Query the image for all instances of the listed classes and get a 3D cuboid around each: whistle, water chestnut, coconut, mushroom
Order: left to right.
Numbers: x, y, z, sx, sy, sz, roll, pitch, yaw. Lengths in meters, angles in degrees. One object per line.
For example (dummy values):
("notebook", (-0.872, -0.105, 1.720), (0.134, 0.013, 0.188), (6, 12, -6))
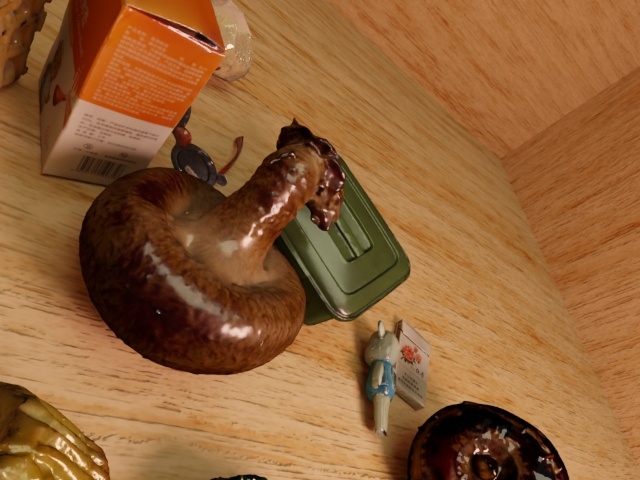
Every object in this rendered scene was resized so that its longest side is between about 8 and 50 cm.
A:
("coconut", (-0.259, -0.501, 1.040), (0.194, 0.194, 0.194), (29, 42, -30))
("mushroom", (-0.128, 0.018, 0.616), (0.330, 0.357, 0.334), (66, 18, -3))
("whistle", (0.127, 0.290, 0.897), (0.114, 0.077, 0.235), (65, 27, -45))
("water chestnut", (0.318, 0.466, 0.815), (0.300, 0.300, 0.299), (29, 42, -30))

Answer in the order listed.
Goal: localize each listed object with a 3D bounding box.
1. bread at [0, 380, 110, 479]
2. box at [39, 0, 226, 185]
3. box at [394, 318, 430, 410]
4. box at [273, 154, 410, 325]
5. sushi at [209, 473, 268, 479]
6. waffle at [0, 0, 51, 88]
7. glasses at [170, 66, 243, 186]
("bread", (-0.306, 0.242, 0.322), (0.142, 0.228, 0.253), (64, 26, -22))
("box", (-0.305, -0.269, 0.649), (0.144, 0.341, 0.224), (9, 54, -46))
("box", (0.218, 0.296, 1.028), (0.109, 0.029, 0.198), (43, 37, -14))
("box", (0.000, 0.000, 0.881), (0.253, 0.178, 0.328), (-27, 84, -37))
("sushi", (-0.073, 0.390, 0.537), (0.225, 0.127, 0.124), (41, 37, -20))
("waffle", (-0.436, -0.308, 0.509), (0.114, 0.376, 0.260), (37, 37, -20))
("glasses", (-0.217, -0.257, 0.871), (0.268, 0.118, 0.234), (-59, 140, -51))
